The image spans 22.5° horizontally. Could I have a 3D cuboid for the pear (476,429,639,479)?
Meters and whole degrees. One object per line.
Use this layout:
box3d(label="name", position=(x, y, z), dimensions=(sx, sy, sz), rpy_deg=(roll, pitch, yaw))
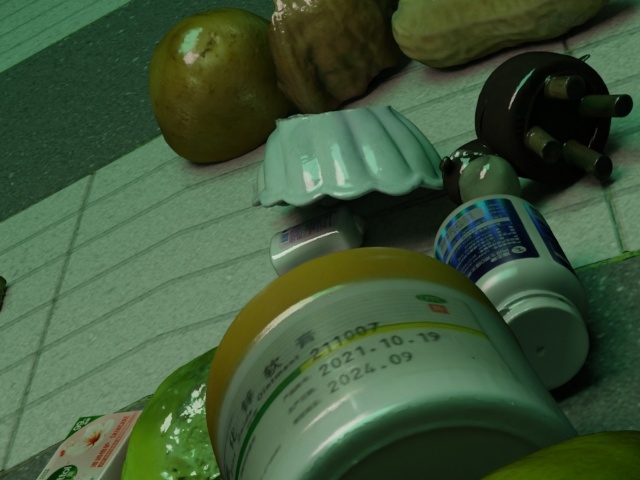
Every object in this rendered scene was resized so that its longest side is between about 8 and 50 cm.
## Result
box3d(label="pear", position=(0.162, 0.235, 0.859), dimensions=(0.269, 0.269, 0.321), rpy_deg=(0, 21, 46))

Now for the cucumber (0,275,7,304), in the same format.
box3d(label="cucumber", position=(-0.492, 0.083, 2.003), dimensions=(0.211, 0.062, 0.078), rpy_deg=(-22, 27, 17))

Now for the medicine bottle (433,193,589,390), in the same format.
box3d(label="medicine bottle", position=(0.161, 0.044, 1.346), dimensions=(0.107, 0.107, 0.191), rpy_deg=(-27, 26, 6))

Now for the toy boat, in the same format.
box3d(label="toy boat", position=(0.018, -0.085, 1.669), dimensions=(0.199, 0.100, 0.290), rpy_deg=(-7, 2, -23))

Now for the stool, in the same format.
box3d(label="stool", position=(0.202, -0.096, 1.542), dimensions=(0.217, 0.125, 0.121), rpy_deg=(-44, 30, -7))

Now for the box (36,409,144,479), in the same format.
box3d(label="box", position=(-0.211, 0.217, 1.498), dimensions=(0.089, 0.043, 0.125), rpy_deg=(-12, 31, 34))

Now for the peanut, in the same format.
box3d(label="peanut", position=(0.214, -0.282, 1.848), dimensions=(0.290, 0.130, 0.130), rpy_deg=(-12, 32, 33))

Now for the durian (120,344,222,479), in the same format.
box3d(label="durian", position=(-0.083, 0.157, 1.405), dimensions=(0.250, 0.101, 0.139), rpy_deg=(-29, 27, 1))

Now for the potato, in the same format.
box3d(label="potato", position=(-0.133, -0.211, 1.973), dimensions=(0.203, 0.158, 0.178), rpy_deg=(-32, 64, 2))

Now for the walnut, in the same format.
box3d(label="walnut", position=(0.027, -0.276, 1.965), dimensions=(0.141, 0.204, 0.238), rpy_deg=(-2, 35, 21))

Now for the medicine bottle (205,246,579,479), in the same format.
box3d(label="medicine bottle", position=(0.051, 0.154, 1.116), dimensions=(0.238, 0.238, 0.232), rpy_deg=(-30, 26, 1))

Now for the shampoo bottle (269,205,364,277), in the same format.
box3d(label="shampoo bottle", position=(0.000, 0.000, 1.663), dimensions=(0.099, 0.043, 0.072), rpy_deg=(-23, 21, 14))
